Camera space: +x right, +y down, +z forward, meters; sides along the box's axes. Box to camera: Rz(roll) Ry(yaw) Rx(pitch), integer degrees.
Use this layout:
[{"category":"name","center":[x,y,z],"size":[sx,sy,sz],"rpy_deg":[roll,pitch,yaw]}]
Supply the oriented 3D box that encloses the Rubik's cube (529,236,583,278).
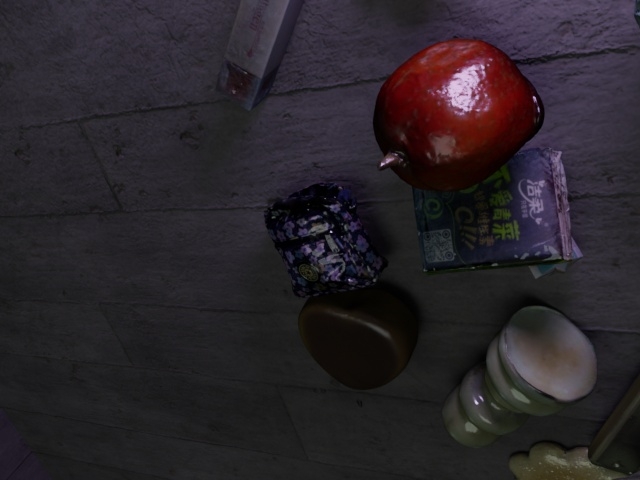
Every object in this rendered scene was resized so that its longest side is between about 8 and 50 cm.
[{"category":"Rubik's cube","center":[0.372,0.015,1.112],"size":[0.075,0.084,0.073],"rpy_deg":[52,138,10]}]

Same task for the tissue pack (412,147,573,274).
[{"category":"tissue pack","center":[0.262,-0.040,1.090],"size":[0.235,0.073,0.174],"rpy_deg":[-9,88,34]}]

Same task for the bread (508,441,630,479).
[{"category":"bread","center":[0.511,0.490,1.431],"size":[0.250,0.039,0.182],"rpy_deg":[2,126,28]}]

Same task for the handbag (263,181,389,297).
[{"category":"handbag","center":[0.000,0.000,1.274],"size":[0.228,0.127,0.208],"rpy_deg":[-9,121,44]}]

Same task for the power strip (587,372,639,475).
[{"category":"power strip","center":[0.579,0.283,1.214],"size":[0.092,0.066,0.388],"rpy_deg":[14,132,4]}]

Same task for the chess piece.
[{"category":"chess piece","center":[0.336,0.277,1.280],"size":[0.182,0.182,0.330],"rpy_deg":[32,139,3]}]

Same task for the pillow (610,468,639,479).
[{"category":"pillow","center":[0.614,0.406,1.119],"size":[0.274,0.280,0.076],"rpy_deg":[-12,78,45]}]

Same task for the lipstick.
[{"category":"lipstick","center":[-0.070,-0.369,1.055],"size":[0.076,0.080,0.372],"rpy_deg":[32,134,4]}]

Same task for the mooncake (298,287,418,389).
[{"category":"mooncake","center":[0.078,0.189,1.383],"size":[0.234,0.117,0.235],"rpy_deg":[17,135,18]}]

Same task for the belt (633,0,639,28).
[{"category":"belt","center":[0.475,-0.274,0.740],"size":[0.257,0.207,0.150],"rpy_deg":[-26,107,32]}]

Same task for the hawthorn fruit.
[{"category":"hawthorn fruit","center":[0.169,-0.161,0.968],"size":[0.215,0.249,0.215],"rpy_deg":[42,162,17]}]
